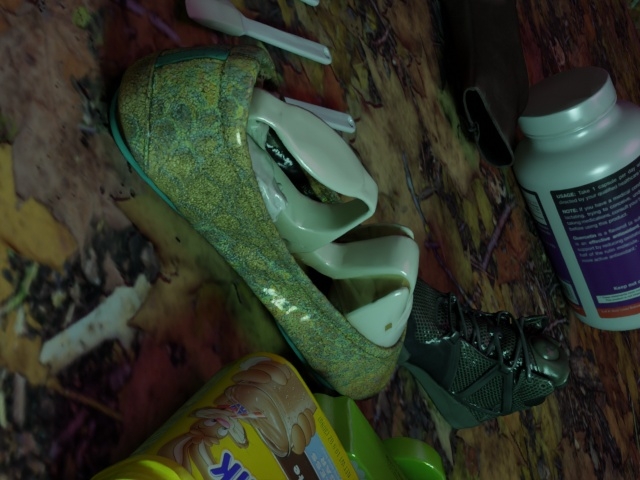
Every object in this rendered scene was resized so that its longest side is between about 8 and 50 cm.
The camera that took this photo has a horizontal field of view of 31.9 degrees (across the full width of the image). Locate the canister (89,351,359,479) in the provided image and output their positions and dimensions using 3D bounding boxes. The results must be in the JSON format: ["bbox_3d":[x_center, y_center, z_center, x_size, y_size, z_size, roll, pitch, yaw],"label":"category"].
[{"bbox_3d":[-0.048,0.144,0.606,0.126,0.073,0.170,60,25,-6],"label":"canister"}]

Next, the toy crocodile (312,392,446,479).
[{"bbox_3d":[0.070,0.243,0.786,0.340,0.105,0.115,56,15,-29],"label":"toy crocodile"}]

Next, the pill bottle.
[{"bbox_3d":[0.363,-0.054,1.448,0.323,0.181,0.181,63,28,-25],"label":"pill bottle"}]

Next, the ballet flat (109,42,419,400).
[{"bbox_3d":[0.000,0.000,0.749,0.348,0.123,0.123,51,34,-41],"label":"ballet flat"}]

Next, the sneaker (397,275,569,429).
[{"bbox_3d":[0.131,0.080,0.960,0.227,0.130,0.087,50,33,-38],"label":"sneaker"}]

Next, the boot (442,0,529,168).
[{"bbox_3d":[0.185,-0.232,1.286,0.207,0.090,0.248,-76,146,-50],"label":"boot"}]

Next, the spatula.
[{"bbox_3d":[-0.043,-0.155,0.865,0.242,0.019,0.168,5,66,-64],"label":"spatula"}]
